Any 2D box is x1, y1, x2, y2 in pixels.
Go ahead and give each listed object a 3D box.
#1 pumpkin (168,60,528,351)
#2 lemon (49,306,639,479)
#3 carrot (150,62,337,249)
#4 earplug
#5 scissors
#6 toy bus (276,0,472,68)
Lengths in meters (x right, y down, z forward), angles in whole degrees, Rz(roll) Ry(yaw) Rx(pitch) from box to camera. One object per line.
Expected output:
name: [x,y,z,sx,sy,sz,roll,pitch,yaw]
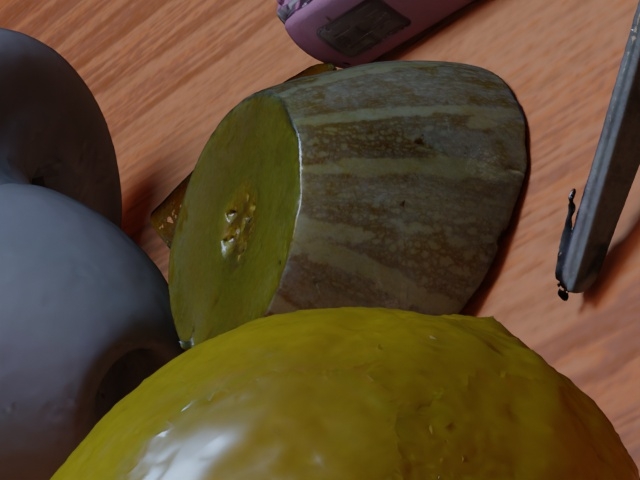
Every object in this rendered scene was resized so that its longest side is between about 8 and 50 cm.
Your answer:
pumpkin: [-0.009,-0.013,0.965,0.217,0.110,0.217,-34,41,36]
lemon: [-0.004,0.152,0.661,0.236,0.236,0.263,10,92,60]
carrot: [-0.036,-0.044,1.090,0.139,0.048,0.048,-46,31,23]
earplug: [-0.163,0.017,1.098,0.175,0.214,0.325,-22,41,8]
scissors: [0.154,-0.145,0.812,0.029,0.191,0.360,27,102,44]
toy bus: [0.059,-0.164,1.040,0.203,0.063,0.090,-28,42,42]
